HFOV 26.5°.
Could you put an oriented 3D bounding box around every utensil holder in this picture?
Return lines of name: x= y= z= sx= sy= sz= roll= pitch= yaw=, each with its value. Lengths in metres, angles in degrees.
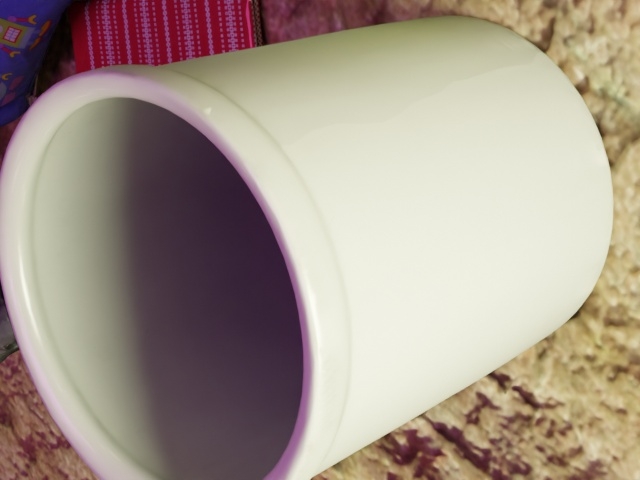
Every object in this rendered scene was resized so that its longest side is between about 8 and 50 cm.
utensil holder: x=0.000 y=0.000 z=1.062 sx=0.327 sy=0.385 sz=0.328 roll=15 pitch=113 yaw=38

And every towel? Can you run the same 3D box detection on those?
towel: x=-0.156 y=-0.156 z=1.401 sx=0.274 sy=0.031 sz=0.199 roll=4 pitch=105 yaw=40

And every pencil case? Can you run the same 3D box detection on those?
pencil case: x=-0.337 y=-0.236 z=1.453 sx=0.306 sy=0.133 sz=0.119 roll=129 pitch=153 yaw=-48

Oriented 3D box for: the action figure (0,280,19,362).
action figure: x=-0.251 y=0.039 z=1.342 sx=0.341 sy=0.330 sz=0.179 roll=-13 pitch=93 yaw=45
